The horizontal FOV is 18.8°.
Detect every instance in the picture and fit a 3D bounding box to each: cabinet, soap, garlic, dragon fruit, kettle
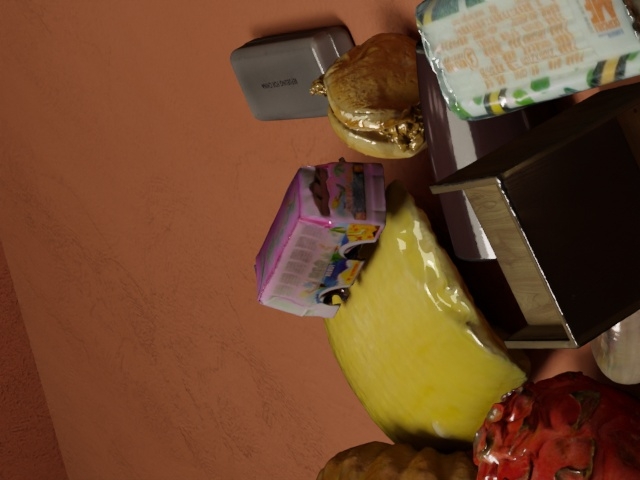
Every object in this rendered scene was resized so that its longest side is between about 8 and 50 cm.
[{"bbox_3d":[0.248,-0.025,1.788,0.175,0.215,0.148,64,158,-8],"label":"cabinet"},{"bbox_3d":[0.118,0.108,2.325,0.306,0.115,0.427,55,154,9],"label":"soap"},{"bbox_3d":[0.312,0.082,1.963,0.198,0.090,0.128,82,165,-52],"label":"garlic"},{"bbox_3d":[0.274,0.260,2.043,0.252,0.241,0.241,33,146,28],"label":"dragon fruit"},{"bbox_3d":[0.176,-0.117,1.964,0.202,0.144,0.232,-84,-22,-76],"label":"kettle"}]

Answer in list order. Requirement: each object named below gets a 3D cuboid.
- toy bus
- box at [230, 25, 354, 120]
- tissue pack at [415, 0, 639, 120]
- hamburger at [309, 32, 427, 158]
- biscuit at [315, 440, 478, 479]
[{"bbox_3d":[0.000,0.001,2.229,0.274,0.112,0.090,117,153,-61],"label":"toy bus"},{"bbox_3d":[-0.027,-0.201,2.351,0.243,0.055,0.103,4,119,64],"label":"box"},{"bbox_3d":[0.247,-0.204,1.566,0.128,0.228,0.311,66,157,-7],"label":"tissue pack"},{"bbox_3d":[0.073,-0.155,2.092,0.147,0.138,0.083,37,146,32],"label":"hamburger"},{"bbox_3d":[0.151,0.331,2.377,0.325,0.107,0.326,17,158,7],"label":"biscuit"}]
